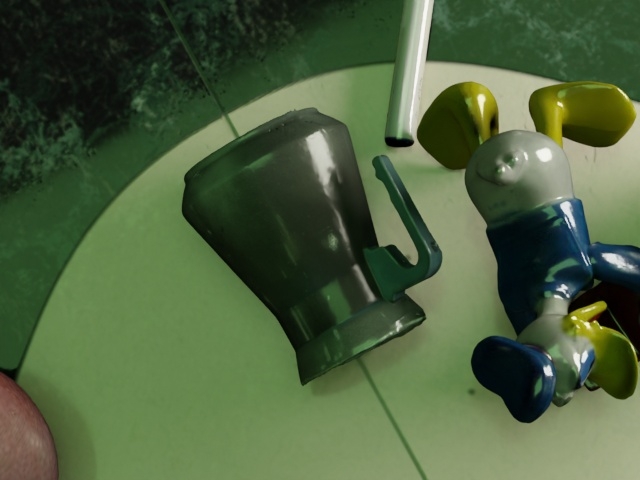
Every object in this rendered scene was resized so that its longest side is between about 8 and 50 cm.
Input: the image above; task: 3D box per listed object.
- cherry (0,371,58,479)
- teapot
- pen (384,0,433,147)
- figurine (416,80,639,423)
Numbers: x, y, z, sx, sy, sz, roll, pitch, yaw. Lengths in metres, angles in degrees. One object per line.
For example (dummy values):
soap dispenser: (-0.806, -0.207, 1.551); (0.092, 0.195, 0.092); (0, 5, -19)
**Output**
cherry: (-0.355, 0.196, 1.724); (0.239, 0.239, 0.206); (27, 82, 8)
teapot: (0.000, 0.000, 1.755); (0.203, 0.171, 0.225); (-31, 86, 34)
pen: (0.094, -0.221, 1.853); (0.033, 0.033, 0.269); (7, 83, 5)
figurine: (0.196, 0.048, 1.708); (0.205, 0.338, 0.283); (-18, 124, 27)
